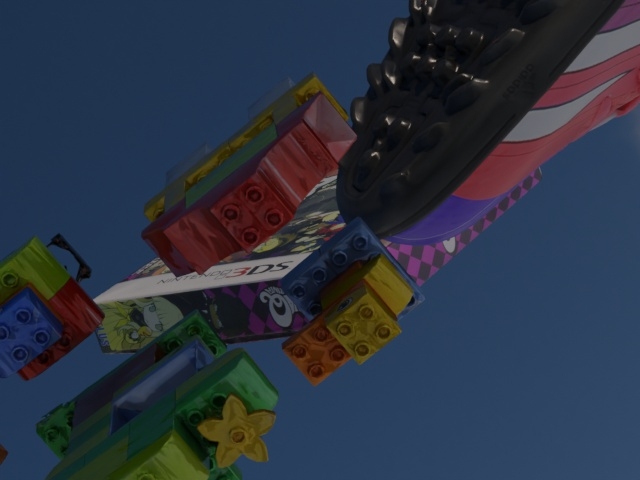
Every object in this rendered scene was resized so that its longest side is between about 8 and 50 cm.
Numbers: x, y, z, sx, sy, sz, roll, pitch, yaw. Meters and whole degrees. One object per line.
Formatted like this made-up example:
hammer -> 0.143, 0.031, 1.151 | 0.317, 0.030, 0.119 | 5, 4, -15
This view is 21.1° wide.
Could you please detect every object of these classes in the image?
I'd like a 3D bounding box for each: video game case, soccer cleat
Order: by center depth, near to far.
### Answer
soccer cleat -> 0.134, -0.105, 0.633 | 0.116, 0.109, 0.318 | 44, -101, -25
video game case -> 0.000, 0.000, 1.089 | 0.232, 0.210, 0.041 | -37, -67, -50

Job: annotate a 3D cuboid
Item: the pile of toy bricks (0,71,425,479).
pile of toy bricks -> -0.055, 0.059, 0.473 | 0.212, 0.105, 0.118 | -38, -75, 7
